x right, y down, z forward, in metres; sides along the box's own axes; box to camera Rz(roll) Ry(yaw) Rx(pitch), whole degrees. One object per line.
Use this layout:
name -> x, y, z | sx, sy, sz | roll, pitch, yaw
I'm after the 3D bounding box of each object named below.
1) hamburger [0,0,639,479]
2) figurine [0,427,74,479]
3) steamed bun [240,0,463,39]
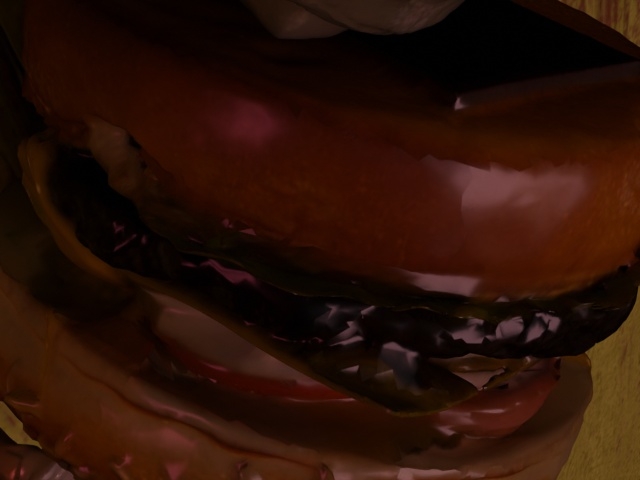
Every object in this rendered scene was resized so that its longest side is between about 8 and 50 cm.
hamburger -> 0.000, 0.000, 0.600 | 0.291, 0.291, 0.225 | -14, 127, -52
figurine -> -0.195, 0.164, 0.657 | 0.195, 0.102, 0.111 | -46, 139, -24
steamed bun -> -0.006, -0.146, 0.466 | 0.218, 0.211, 0.144 | 1, 137, -20
